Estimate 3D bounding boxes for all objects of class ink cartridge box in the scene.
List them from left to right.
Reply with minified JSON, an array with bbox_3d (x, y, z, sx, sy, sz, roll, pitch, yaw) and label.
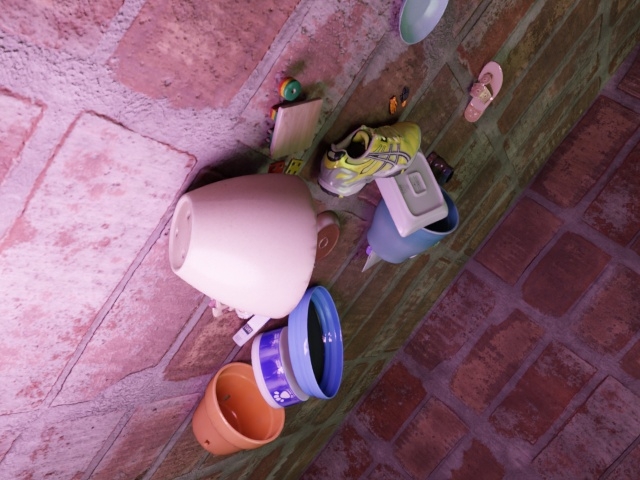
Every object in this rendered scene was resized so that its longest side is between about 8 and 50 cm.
[{"bbox_3d":[-0.167,0.228,1.705,0.208,0.045,0.206,-41,176,-31],"label":"ink cartridge box"}]

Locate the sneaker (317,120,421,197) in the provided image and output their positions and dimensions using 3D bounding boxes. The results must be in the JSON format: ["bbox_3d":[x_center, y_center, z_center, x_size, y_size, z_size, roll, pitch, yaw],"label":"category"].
[{"bbox_3d":[0.160,-0.257,1.543,0.385,0.145,0.147,-35,151,-31],"label":"sneaker"}]

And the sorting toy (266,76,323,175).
[{"bbox_3d":[-0.070,-0.262,1.275,0.132,0.046,0.274,-26,146,-40],"label":"sorting toy"}]

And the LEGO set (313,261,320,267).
[{"bbox_3d":[-0.015,0.065,1.851,0.054,0.023,0.083,-56,167,18],"label":"LEGO set"}]

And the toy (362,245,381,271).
[{"bbox_3d":[0.227,0.025,2.141,0.237,0.056,0.136,-21,139,-53],"label":"toy"}]

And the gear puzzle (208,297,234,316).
[{"bbox_3d":[-0.182,0.075,1.518,0.339,0.044,0.175,-21,113,-43],"label":"gear puzzle"}]

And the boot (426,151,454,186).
[{"bbox_3d":[0.431,-0.220,2.072,0.082,0.106,0.219,-33,150,-32],"label":"boot"}]

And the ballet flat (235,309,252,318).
[{"bbox_3d":[-0.168,0.130,1.622,0.241,0.091,0.077,-49,133,-9],"label":"ballet flat"}]

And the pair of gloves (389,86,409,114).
[{"bbox_3d":[0.232,-0.409,1.603,0.083,0.010,0.074,-42,153,-18],"label":"pair of gloves"}]

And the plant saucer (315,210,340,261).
[{"bbox_3d":[0.000,0.000,1.738,0.199,0.036,0.198,-33,143,-29],"label":"plant saucer"}]

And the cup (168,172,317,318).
[{"bbox_3d":[-0.189,-0.001,1.186,0.237,0.331,0.330,8,123,-31],"label":"cup"}]

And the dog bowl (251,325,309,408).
[{"bbox_3d":[-0.128,0.432,1.868,0.104,0.264,0.265,-20,159,15],"label":"dog bowl"}]

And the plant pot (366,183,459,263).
[{"bbox_3d":[0.302,-0.058,1.932,0.272,0.271,0.255,-24,159,-43],"label":"plant pot"}]

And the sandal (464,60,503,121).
[{"bbox_3d":[0.558,-0.504,1.911,0.079,0.088,0.240,-39,158,-34],"label":"sandal"}]

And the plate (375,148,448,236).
[{"bbox_3d":[0.294,-0.176,1.745,0.278,0.277,0.045,-23,179,-43],"label":"plate"}]

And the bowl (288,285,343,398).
[{"bbox_3d":[-0.014,0.355,1.909,0.077,0.390,0.391,-9,161,17],"label":"bowl"}]

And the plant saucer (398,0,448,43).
[{"bbox_3d":[0.249,-0.588,1.354,0.195,0.037,0.194,-38,153,-24],"label":"plant saucer"}]

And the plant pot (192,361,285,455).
[{"bbox_3d":[-0.297,0.589,1.847,0.203,0.290,0.291,-42,160,26],"label":"plant pot"}]
